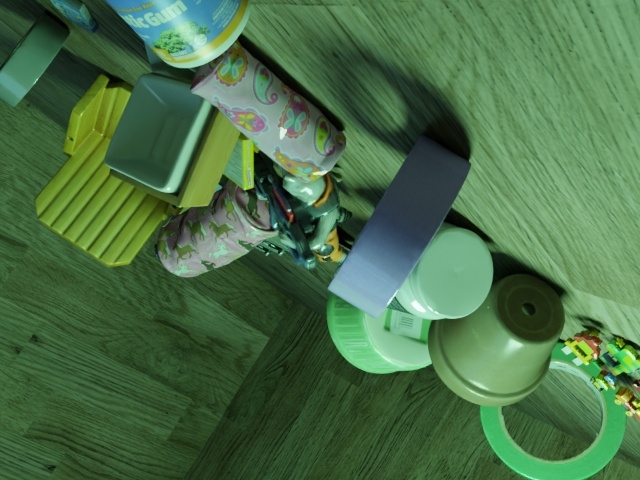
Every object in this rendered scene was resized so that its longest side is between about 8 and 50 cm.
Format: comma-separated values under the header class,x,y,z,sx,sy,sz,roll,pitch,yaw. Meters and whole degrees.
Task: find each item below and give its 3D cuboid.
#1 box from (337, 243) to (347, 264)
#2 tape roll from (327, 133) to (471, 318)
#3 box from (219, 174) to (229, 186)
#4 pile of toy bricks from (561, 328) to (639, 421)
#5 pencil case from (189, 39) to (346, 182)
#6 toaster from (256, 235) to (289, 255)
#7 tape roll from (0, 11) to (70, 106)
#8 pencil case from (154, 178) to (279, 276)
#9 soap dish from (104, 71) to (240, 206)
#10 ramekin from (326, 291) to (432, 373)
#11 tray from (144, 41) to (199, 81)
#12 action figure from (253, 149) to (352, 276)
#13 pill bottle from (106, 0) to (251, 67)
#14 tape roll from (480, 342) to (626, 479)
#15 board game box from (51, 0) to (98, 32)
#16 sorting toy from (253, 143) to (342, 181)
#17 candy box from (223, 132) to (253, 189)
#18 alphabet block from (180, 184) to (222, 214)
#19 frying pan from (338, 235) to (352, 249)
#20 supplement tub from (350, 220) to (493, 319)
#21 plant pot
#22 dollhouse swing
class,x,y,z,sx,sy,sz,roll,pitch,yaw
box,0.000,0.000,2.092,0.159,0.044,0.233,39,178,-29
tape roll,0.117,-0.021,1.149,0.090,0.275,0.275,32,169,2
box,-0.252,-0.201,1.778,0.113,0.094,0.275,33,177,11
pile of toy bricks,0.606,0.245,1.525,0.212,0.118,0.105,47,142,7
pencil case,-0.087,-0.218,1.279,0.284,0.124,0.124,38,168,-26
toaster,-0.102,-0.055,1.936,0.110,0.186,0.168,34,162,-25
tape roll,-0.667,-0.413,1.735,0.072,0.219,0.219,37,168,-27
pencil case,-0.246,-0.034,1.835,0.167,0.160,0.386,23,148,-35
soap dish,-0.284,-0.196,1.477,0.118,0.229,0.291,23,180,-44
ramekin,0.181,0.168,1.810,0.303,0.303,0.148,35,161,-19
tray,-0.277,-0.326,1.542,0.145,0.030,0.270,33,170,-2
action figure,-0.035,-0.095,1.538,0.341,0.178,0.330,60,175,18
pill bottle,-0.213,-0.349,0.925,0.152,0.152,0.272,24,168,36
tape roll,0.535,0.399,1.763,0.321,0.321,0.077,27,168,24
board game box,-0.509,-0.473,1.556,0.090,0.020,0.090,30,168,10
sorting toy,-0.111,-0.218,1.566,0.307,0.041,0.229,24,169,46
candy box,-0.194,-0.187,1.531,0.206,0.027,0.105,37,136,46
alphabet block,-0.383,-0.155,2.203,0.197,0.192,0.193,31,168,-4
frying pan,0.151,0.061,2.050,0.197,0.053,0.326,39,-178,-41
supplement tub,0.192,0.052,1.505,0.191,0.191,0.272,36,169,-22
plant pot,0.374,0.177,1.523,0.263,0.263,0.229,31,150,4
dollhouse swing,-0.522,-0.163,1.938,0.346,0.305,0.315,35,142,-4
